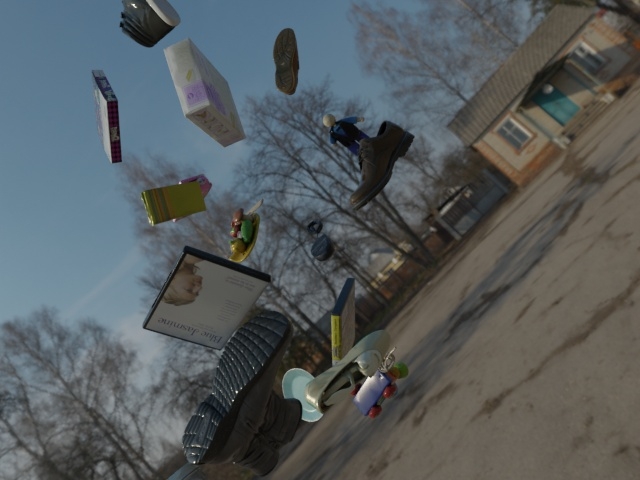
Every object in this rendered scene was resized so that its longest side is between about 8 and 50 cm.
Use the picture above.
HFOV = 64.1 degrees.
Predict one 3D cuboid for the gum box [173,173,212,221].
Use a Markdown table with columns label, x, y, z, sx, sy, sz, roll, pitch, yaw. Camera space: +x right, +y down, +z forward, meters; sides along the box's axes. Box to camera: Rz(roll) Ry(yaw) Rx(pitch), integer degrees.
| label | x | y | z | sx | sy | sz | roll | pitch | yaw |
| --- | --- | --- | --- | --- | --- | --- | --- | --- | --- |
| gum box | -0.481 | -0.159 | 1.864 | 0.107 | 0.062 | 0.188 | -32 | -10 | -47 |

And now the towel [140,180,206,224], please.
| label | x | y | z | sx | sy | sz | roll | pitch | yaw |
| --- | --- | --- | --- | --- | --- | --- | --- | --- | --- |
| towel | -0.440 | -0.118 | 1.553 | 0.021 | 0.102 | 0.237 | -9 | 9 | 29 |

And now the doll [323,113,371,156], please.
| label | x | y | z | sx | sy | sz | roll | pitch | yaw |
| --- | --- | --- | --- | --- | --- | --- | --- | --- | --- |
| doll | 0.087 | -0.311 | 1.497 | 0.129 | 0.189 | 0.046 | -45 | 23 | 33 |

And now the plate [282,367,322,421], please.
| label | x | y | z | sx | sy | sz | roll | pitch | yaw |
| --- | --- | --- | --- | --- | --- | --- | --- | --- | --- |
| plate | -0.052 | 0.513 | 1.711 | 0.024 | 0.188 | 0.188 | -17 | -28 | -49 |

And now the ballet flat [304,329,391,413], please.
| label | x | y | z | sx | sy | sz | roll | pitch | yaw |
| --- | --- | --- | --- | --- | --- | --- | --- | --- | --- |
| ballet flat | 0.076 | 0.306 | 1.177 | 0.248 | 0.086 | 0.086 | -38 | -10 | -7 |

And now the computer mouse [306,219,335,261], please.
| label | x | y | z | sx | sy | sz | roll | pitch | yaw |
| --- | --- | --- | --- | --- | --- | --- | --- | --- | --- |
| computer mouse | 0.000 | 0.000 | 1.547 | 0.071 | 0.041 | 0.242 | -45 | 25 | 12 |

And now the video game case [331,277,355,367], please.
| label | x | y | z | sx | sy | sz | roll | pitch | yaw |
| --- | --- | --- | --- | --- | --- | --- | --- | --- | --- |
| video game case | 0.082 | 0.297 | 1.769 | 0.275 | 0.035 | 0.248 | -57 | -33 | -65 |

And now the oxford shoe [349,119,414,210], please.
| label | x | y | z | sx | sy | sz | roll | pitch | yaw |
| --- | --- | --- | --- | --- | --- | --- | --- | --- | --- |
| oxford shoe | 0.107 | -0.160 | 1.075 | 0.227 | 0.096 | 0.083 | -60 | 12 | -26 |

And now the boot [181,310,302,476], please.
| label | x | y | z | sx | sy | sz | roll | pitch | yaw |
| --- | --- | --- | --- | --- | --- | --- | --- | --- | --- |
| boot | -0.113 | 0.314 | 1.047 | 0.223 | 0.118 | 0.338 | 31 | -87 | -43 |

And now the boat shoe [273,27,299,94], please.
| label | x | y | z | sx | sy | sz | roll | pitch | yaw |
| --- | --- | --- | --- | --- | --- | --- | --- | --- | --- |
| boat shoe | -0.089 | -0.480 | 1.383 | 0.060 | 0.064 | 0.177 | 11 | -101 | -70 |

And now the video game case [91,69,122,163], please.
| label | x | y | z | sx | sy | sz | roll | pitch | yaw |
| --- | --- | --- | --- | --- | --- | --- | --- | --- | --- |
| video game case | -0.704 | -0.407 | 1.684 | 0.042 | 0.210 | 0.232 | -13 | -42 | -29 |

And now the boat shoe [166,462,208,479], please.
| label | x | y | z | sx | sy | sz | roll | pitch | yaw |
| --- | --- | --- | --- | --- | --- | --- | --- | --- | --- |
| boat shoe | -0.294 | 0.508 | 0.932 | 0.228 | 0.081 | 0.079 | -35 | -21 | -44 |

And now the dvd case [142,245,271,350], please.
| label | x | y | z | sx | sy | sz | roll | pitch | yaw |
| --- | --- | --- | --- | --- | --- | --- | --- | --- | --- |
| dvd case | -0.237 | 0.127 | 1.043 | 0.253 | 0.181 | 0.022 | -53 | 27 | 34 |

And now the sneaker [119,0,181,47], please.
| label | x | y | z | sx | sy | sz | roll | pitch | yaw |
| --- | --- | --- | --- | --- | --- | --- | --- | --- | --- |
| sneaker | -0.525 | -0.659 | 1.394 | 0.147 | 0.295 | 0.104 | -38 | 2 | 26 |

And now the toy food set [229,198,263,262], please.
| label | x | y | z | sx | sy | sz | roll | pitch | yaw |
| --- | --- | --- | --- | --- | --- | --- | --- | --- | --- |
| toy food set | -0.254 | -0.037 | 1.604 | 0.128 | 0.071 | 0.217 | -32 | 40 | 39 |

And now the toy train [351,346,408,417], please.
| label | x | y | z | sx | sy | sz | roll | pitch | yaw |
| --- | --- | --- | --- | --- | --- | --- | --- | --- | --- |
| toy train | 0.199 | 0.376 | 1.438 | 0.144 | 0.105 | 0.247 | -6 | -48 | -47 |

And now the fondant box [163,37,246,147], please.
| label | x | y | z | sx | sy | sz | roll | pitch | yaw |
| --- | --- | --- | --- | --- | --- | --- | --- | --- | --- |
| fondant box | -0.374 | -0.477 | 1.700 | 0.096 | 0.238 | 0.330 | -21 | -10 | 9 |
